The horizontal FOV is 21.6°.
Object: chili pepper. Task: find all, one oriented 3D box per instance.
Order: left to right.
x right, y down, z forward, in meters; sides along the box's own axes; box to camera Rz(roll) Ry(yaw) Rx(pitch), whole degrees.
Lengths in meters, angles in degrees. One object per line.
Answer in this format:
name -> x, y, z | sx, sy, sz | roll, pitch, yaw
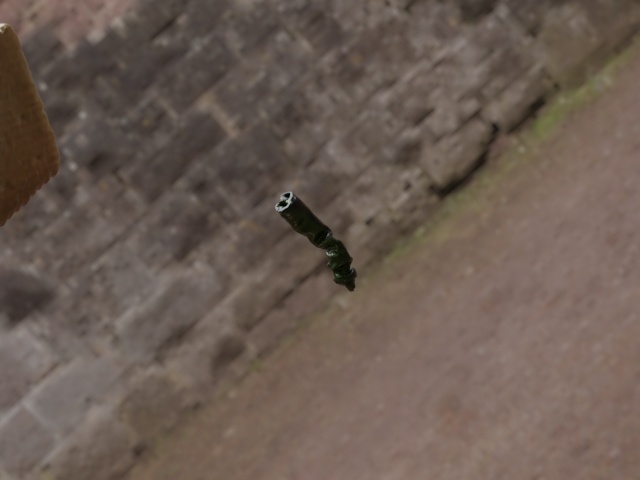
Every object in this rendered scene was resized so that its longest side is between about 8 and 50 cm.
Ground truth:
chili pepper -> 0.000, 0.000, 1.132 | 0.022, 0.083, 0.027 | -39, 19, 4

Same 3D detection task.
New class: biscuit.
biscuit -> -0.316, -0.082, 1.492 | 0.030, 0.160, 0.250 | -6, 25, 24
